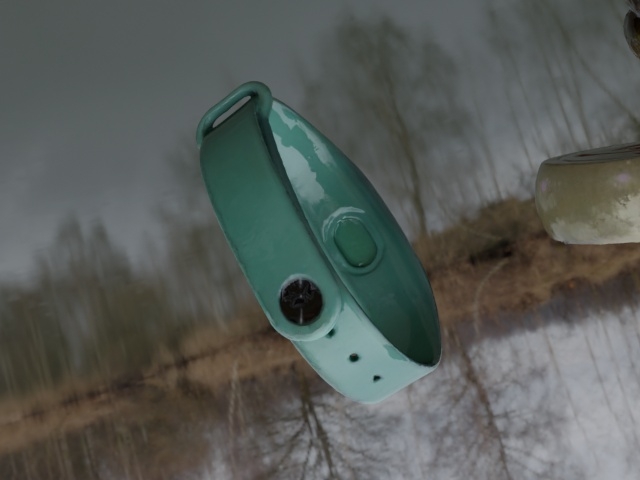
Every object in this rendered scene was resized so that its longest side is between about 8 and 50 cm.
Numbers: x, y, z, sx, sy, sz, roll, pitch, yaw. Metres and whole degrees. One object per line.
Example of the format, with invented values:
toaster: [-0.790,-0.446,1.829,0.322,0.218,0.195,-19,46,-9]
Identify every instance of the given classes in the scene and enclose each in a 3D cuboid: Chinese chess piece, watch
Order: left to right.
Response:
watch: [0.000,0.000,0.616,0.068,0.237,0.195,-34,168,20]
Chinese chess piece: [0.403,-0.067,1.086,0.273,0.102,0.273,-9,-174,1]

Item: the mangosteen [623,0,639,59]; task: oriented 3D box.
mangosteen: [0.263,-0.175,0.492,0.228,0.228,0.265,-14,141,-12]
